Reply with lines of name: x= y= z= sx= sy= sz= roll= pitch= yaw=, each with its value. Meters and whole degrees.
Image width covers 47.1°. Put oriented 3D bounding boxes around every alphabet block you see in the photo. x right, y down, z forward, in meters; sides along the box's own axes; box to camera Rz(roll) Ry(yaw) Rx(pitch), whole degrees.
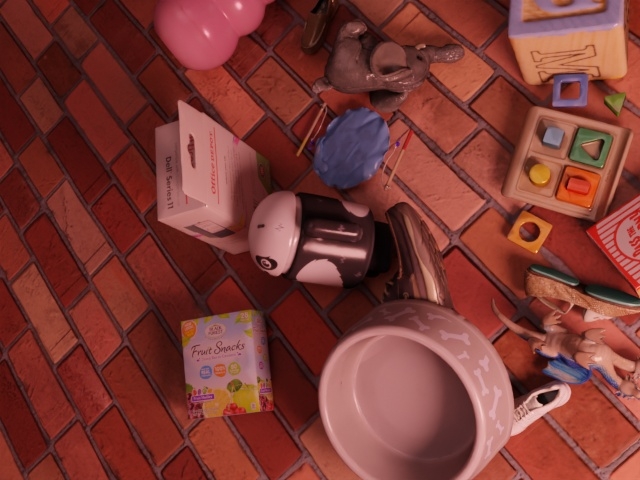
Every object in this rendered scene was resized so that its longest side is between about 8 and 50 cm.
alphabet block: x=0.460 y=-0.417 z=1.347 sx=0.193 sy=0.197 sz=0.193 roll=2 pitch=75 yaw=26

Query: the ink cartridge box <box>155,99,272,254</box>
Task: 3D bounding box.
ink cartridge box: x=-0.227 y=-0.118 z=1.495 sx=0.119 sy=0.353 sz=0.207 roll=-13 pitch=70 yaw=21

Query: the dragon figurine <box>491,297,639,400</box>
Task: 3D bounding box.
dragon figurine: x=0.420 y=0.189 z=1.243 sx=0.289 sy=0.144 sz=0.085 roll=14 pitch=68 yaw=38

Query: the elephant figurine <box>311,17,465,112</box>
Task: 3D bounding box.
elephant figurine: x=0.142 y=-0.352 z=1.508 sx=0.239 sy=0.169 sz=0.186 roll=26 pitch=110 yaw=17

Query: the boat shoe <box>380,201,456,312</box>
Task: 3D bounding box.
boat shoe: x=0.169 y=0.107 z=1.337 sx=0.130 sy=0.132 sz=0.356 roll=-20 pitch=80 yaw=18

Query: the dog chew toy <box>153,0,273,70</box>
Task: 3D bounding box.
dog chew toy: x=-0.225 y=-0.552 z=1.719 sx=0.331 sy=0.206 sz=0.207 roll=-39 pitch=62 yaw=1

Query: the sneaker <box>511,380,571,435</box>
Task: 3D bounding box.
sneaker: x=0.358 y=0.287 z=1.268 sx=0.152 sy=0.061 sz=0.054 roll=-38 pitch=65 yaw=13

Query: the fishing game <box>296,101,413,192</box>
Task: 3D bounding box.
fishing game: x=0.069 y=-0.191 z=1.558 sx=0.264 sy=0.041 sz=0.189 roll=21 pitch=84 yaw=37

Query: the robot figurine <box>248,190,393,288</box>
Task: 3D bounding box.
robot figurine: x=-0.001 y=0.003 z=1.419 sx=0.174 sy=0.278 sz=0.209 roll=-99 pitch=24 yaw=-50

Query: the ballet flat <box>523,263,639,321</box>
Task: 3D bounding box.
ballet flat: x=0.453 y=0.102 z=1.284 sx=0.206 sy=0.073 sz=0.067 roll=22 pitch=112 yaw=31

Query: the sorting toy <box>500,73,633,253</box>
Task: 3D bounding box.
sorting toy: x=0.446 y=-0.142 z=1.341 sx=0.195 sy=0.047 sz=0.348 roll=18 pitch=89 yaw=22

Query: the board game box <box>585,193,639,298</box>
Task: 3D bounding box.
board game box: x=0.576 y=-0.015 z=1.243 sx=0.193 sy=0.045 sz=0.147 roll=-37 pitch=48 yaw=11

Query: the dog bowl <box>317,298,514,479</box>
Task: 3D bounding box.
dog bowl: x=0.149 y=0.281 z=1.267 sx=0.348 sy=0.102 sz=0.349 roll=7 pitch=103 yaw=29

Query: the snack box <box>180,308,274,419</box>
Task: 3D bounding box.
snack box: x=-0.195 y=0.257 z=1.523 sx=0.174 sy=0.070 sz=0.207 roll=-12 pitch=76 yaw=22

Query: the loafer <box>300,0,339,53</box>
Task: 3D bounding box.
loafer: x=-0.010 y=-0.498 z=1.676 sx=0.056 sy=0.050 sz=0.148 roll=20 pitch=84 yaw=29
